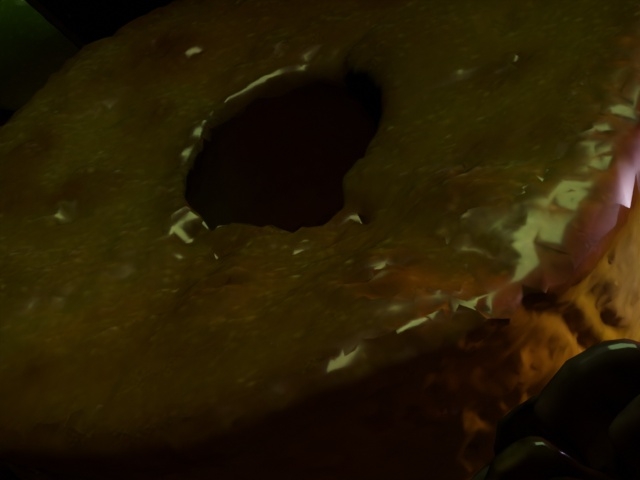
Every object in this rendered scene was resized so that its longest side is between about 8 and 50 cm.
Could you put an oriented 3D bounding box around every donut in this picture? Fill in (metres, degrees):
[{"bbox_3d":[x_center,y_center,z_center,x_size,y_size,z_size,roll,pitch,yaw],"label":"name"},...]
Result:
[{"bbox_3d":[0.000,0.000,0.624,0.303,0.110,0.303,-18,33,12],"label":"donut"}]

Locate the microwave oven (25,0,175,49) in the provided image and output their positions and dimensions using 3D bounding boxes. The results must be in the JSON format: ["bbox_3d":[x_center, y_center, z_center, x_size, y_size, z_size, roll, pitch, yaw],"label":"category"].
[{"bbox_3d":[0.019,-0.233,0.778,0.394,0.333,0.247,-13,48,36],"label":"microwave oven"}]

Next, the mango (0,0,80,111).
[{"bbox_3d":[-0.108,-0.164,1.077,0.293,0.143,0.175,-30,32,-33],"label":"mango"}]

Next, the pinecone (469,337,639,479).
[{"bbox_3d":[0.118,0.096,0.443,0.179,0.150,0.195,15,31,21],"label":"pinecone"}]
